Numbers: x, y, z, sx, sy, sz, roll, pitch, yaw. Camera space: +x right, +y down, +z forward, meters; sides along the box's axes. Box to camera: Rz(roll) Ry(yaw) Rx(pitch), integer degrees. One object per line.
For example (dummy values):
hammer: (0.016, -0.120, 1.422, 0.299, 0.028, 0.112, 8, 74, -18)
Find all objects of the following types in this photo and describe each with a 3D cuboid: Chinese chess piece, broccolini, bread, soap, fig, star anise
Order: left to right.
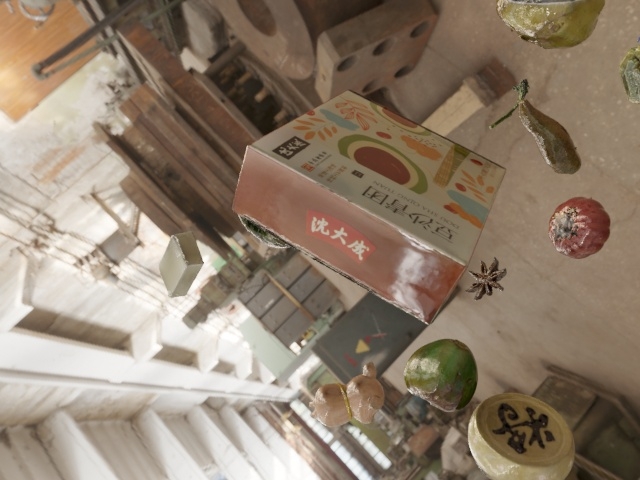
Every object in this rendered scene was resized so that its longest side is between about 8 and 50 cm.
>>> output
soap: (-0.411, 0.071, 1.496, 0.183, 0.063, 0.121, -51, 57, 41)
fig: (0.309, 0.336, 1.294, 0.181, 0.191, 0.181, 25, -159, -10)
star anise: (0.482, 0.113, 1.478, 0.042, 0.141, 0.141, 31, 180, -32)
broccolini: (0.616, -0.432, 1.650, 0.052, 0.194, 0.054, 34, 177, -5)
Chinese chess piece: (0.512, 0.513, 1.315, 0.257, 0.257, 0.104, 36, 136, 47)
bread: (0.801, -0.408, 1.258, 0.156, 0.064, 0.117, 54, 161, -21)

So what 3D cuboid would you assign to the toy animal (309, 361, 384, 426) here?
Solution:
toy animal: (0.082, 0.508, 1.627, 0.149, 0.248, 0.165, 52, -161, -49)

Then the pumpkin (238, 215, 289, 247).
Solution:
pumpkin: (-0.121, -0.114, 1.486, 0.260, 0.189, 0.260, 26, 129, 38)

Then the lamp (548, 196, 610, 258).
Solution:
lamp: (0.754, -0.036, 1.481, 0.140, 0.182, 0.182, 9, -175, -22)

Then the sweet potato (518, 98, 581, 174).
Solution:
sweet potato: (0.522, -0.227, 1.164, 0.243, 0.077, 0.077, 36, 177, -31)

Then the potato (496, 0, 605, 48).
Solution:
potato: (0.659, -0.642, 1.469, 0.246, 0.299, 0.196, -122, 18, -47)

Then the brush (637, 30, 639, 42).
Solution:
brush: (0.830, -0.506, 1.241, 0.033, 0.178, 0.030, 40, 141, 41)

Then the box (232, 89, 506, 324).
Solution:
box: (0.106, -0.090, 0.863, 0.344, 0.385, 0.122, 30, 126, 11)
